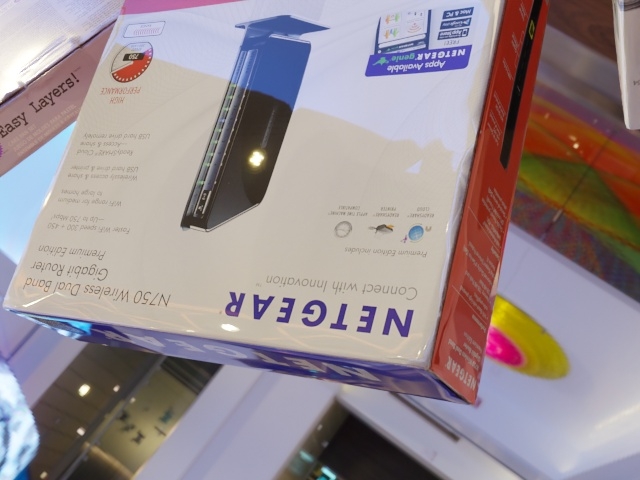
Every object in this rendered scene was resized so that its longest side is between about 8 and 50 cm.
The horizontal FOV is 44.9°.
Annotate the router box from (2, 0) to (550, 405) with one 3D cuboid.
[{"bbox_3d":[-0.031,-0.063,0.546,0.082,0.335,0.301,42,-123,-53],"label":"router box"}]

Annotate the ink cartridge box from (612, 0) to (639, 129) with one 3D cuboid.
[{"bbox_3d":[0.280,-0.250,0.588,0.198,0.115,0.273,-67,-32,-49],"label":"ink cartridge box"}]

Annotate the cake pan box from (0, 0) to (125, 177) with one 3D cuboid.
[{"bbox_3d":[-0.302,-0.201,0.816,0.267,0.246,0.070,-40,-45,-8],"label":"cake pan box"}]
